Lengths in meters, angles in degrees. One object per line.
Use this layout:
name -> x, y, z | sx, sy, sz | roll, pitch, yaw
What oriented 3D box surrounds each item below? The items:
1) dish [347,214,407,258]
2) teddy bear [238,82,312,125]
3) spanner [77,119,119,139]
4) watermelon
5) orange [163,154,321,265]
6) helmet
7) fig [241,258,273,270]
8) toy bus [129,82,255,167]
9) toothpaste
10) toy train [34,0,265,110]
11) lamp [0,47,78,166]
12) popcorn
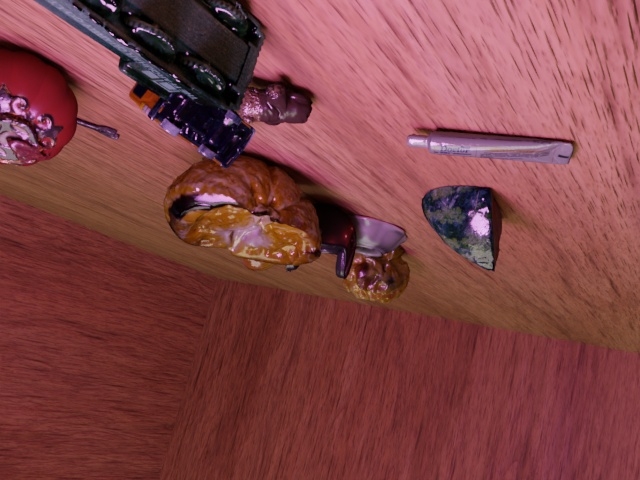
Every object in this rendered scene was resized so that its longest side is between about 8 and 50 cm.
dish -> 0.132, -0.001, 1.739 | 0.229, 0.081, 0.229 | 15, 169, 3
teddy bear -> -0.095, -0.219, 0.988 | 0.160, 0.078, 0.119 | 16, 165, 0
spanner -> -0.598, -0.289, 1.440 | 0.254, 0.015, 0.054 | 19, 170, -18
watermelon -> 0.305, -0.030, 1.309 | 0.207, 0.136, 0.202 | 24, 173, 46
orange -> -0.172, -0.077, 1.411 | 0.369, 0.210, 0.271 | 19, 146, -26
helmet -> 0.000, 0.000, 1.622 | 0.189, 0.193, 0.216 | 8, 171, 18
fig -> -0.160, 0.023, 2.148 | 0.257, 0.159, 0.159 | -3, 167, 2
toy bus -> -0.216, -0.215, 1.054 | 0.114, 0.098, 0.201 | 41, -175, 33
toothpaste -> 0.265, -0.148, 0.980 | 0.255, 0.037, 0.067 | 8, 161, 16
toy train -> -0.225, -0.276, 0.745 | 0.178, 0.138, 0.330 | 11, 168, 40
lamp -> -0.570, -0.240, 1.141 | 0.227, 0.227, 0.227 | 14, 169, 3
popcorn -> 0.173, 0.096, 1.920 | 0.218, 0.189, 0.169 | 11, 177, -14
